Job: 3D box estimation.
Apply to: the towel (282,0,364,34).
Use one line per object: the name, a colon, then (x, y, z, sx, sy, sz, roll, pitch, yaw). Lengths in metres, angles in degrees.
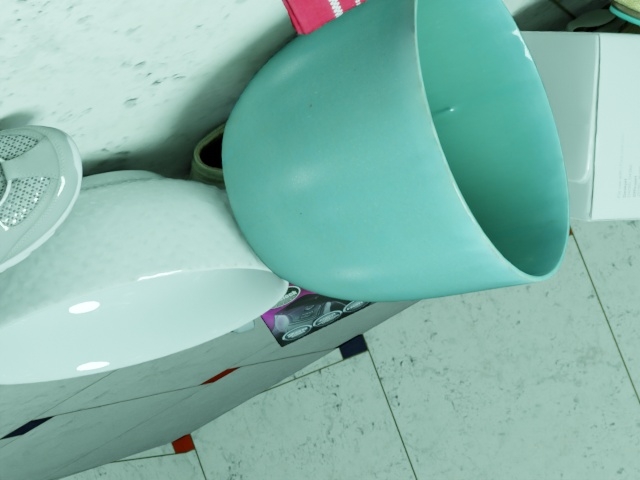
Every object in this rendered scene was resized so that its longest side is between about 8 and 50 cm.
towel: (0.078, -0.252, 0.893, 0.274, 0.031, 0.199, -27, 155, 2)

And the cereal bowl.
cereal bowl: (-0.210, 0.026, 1.282, 0.339, 0.141, 0.339, -17, 165, -4)

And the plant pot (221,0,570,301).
plant pot: (0.057, -0.076, 1.170, 0.235, 0.293, 0.293, -18, 175, 29)

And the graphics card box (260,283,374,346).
graphics card box: (0.000, 0.000, 1.652, 0.232, 0.094, 0.371, -26, 157, -1)

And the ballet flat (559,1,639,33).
ballet flat: (0.285, -0.228, 1.571, 0.232, 0.080, 0.073, -28, 142, -7)

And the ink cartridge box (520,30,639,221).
ink cartridge box: (0.347, -0.131, 1.452, 0.270, 0.197, 0.198, -3, -170, -28)

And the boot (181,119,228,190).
boot: (-0.051, -0.085, 1.380, 0.213, 0.077, 0.165, -18, 165, -23)

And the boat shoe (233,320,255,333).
boat shoe: (-0.168, 0.051, 1.698, 0.119, 0.121, 0.335, -19, 159, 2)

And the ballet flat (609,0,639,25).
ballet flat: (0.422, -0.293, 1.472, 0.123, 0.123, 0.348, -33, 169, 29)

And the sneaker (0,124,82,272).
sneaker: (-0.316, -0.013, 1.002, 0.281, 0.105, 0.115, -25, 169, -6)
